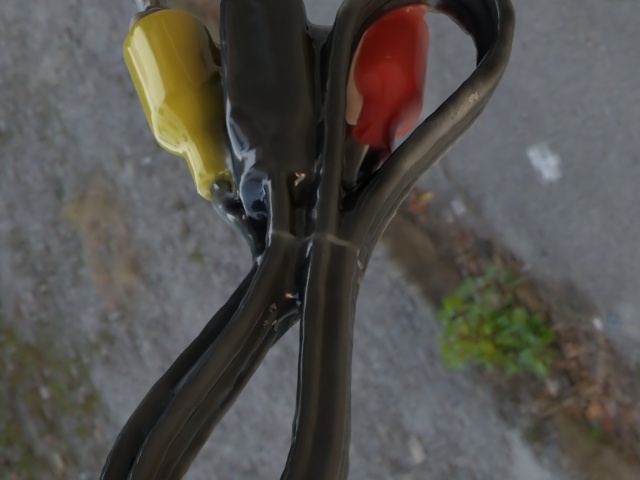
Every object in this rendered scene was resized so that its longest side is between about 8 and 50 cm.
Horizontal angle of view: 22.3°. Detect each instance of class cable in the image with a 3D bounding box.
[{"bbox_3d":[0.000,0.000,0.521,0.072,0.139,0.287,86,-179,-52],"label":"cable"}]
